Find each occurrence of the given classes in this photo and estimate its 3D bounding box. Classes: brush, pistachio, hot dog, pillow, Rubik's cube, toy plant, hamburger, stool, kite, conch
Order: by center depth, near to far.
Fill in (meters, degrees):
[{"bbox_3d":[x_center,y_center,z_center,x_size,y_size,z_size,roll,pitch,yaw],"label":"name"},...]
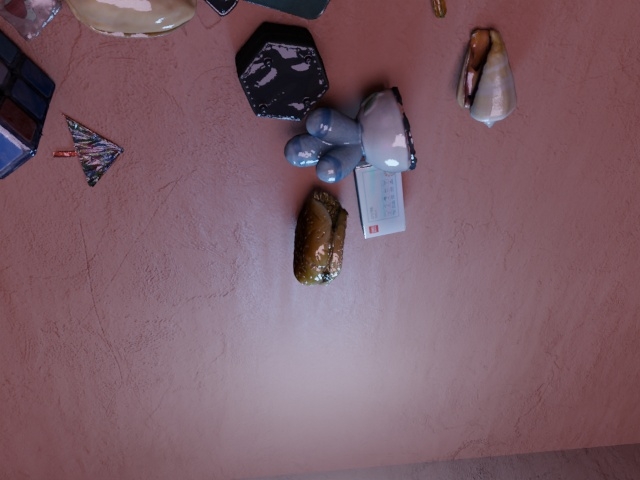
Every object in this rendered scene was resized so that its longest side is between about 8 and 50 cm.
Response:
[{"bbox_3d":[-0.434,-0.552,1.544,0.299,0.188,0.188,1,128,-18],"label":"pistachio"},{"bbox_3d":[-0.717,-0.580,1.548,0.135,0.049,0.248,-39,120,19],"label":"pillow"},{"bbox_3d":[-0.862,-0.302,1.550,0.358,0.362,0.363,-31,128,12],"label":"Rubik's cube"},{"bbox_3d":[-0.278,-0.608,1.620,0.063,0.016,0.193,-39,125,19],"label":"brush"},{"bbox_3d":[-0.097,-0.418,1.721,0.232,0.141,0.232,-4,129,-6],"label":"stool"},{"bbox_3d":[0.295,-0.597,1.726,0.037,0.021,0.083,-28,127,-14],"label":"hot dog"},{"bbox_3d":[0.067,-0.260,1.817,0.331,0.247,0.247,-13,129,1],"label":"toy plant"},{"bbox_3d":[0.451,-0.430,1.842,0.158,0.127,0.255,9,108,20],"label":"conch"},{"bbox_3d":[-0.626,-0.242,1.855,0.189,0.009,0.232,-6,128,-4],"label":"kite"},{"bbox_3d":[0.000,0.000,2.009,0.146,0.243,0.286,10,110,-14],"label":"hamburger"}]

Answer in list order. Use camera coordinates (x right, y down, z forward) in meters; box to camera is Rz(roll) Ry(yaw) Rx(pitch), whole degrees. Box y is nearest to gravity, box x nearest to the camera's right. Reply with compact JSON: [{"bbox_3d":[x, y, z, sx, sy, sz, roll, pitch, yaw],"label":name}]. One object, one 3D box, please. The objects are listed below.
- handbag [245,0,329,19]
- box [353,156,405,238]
[{"bbox_3d":[-0.038,-0.665,1.527,0.238,0.089,0.327,2,134,-41],"label":"handbag"},{"bbox_3d":[0.175,-0.140,2.028,0.134,0.079,0.270,-12,129,-1],"label":"box"}]
